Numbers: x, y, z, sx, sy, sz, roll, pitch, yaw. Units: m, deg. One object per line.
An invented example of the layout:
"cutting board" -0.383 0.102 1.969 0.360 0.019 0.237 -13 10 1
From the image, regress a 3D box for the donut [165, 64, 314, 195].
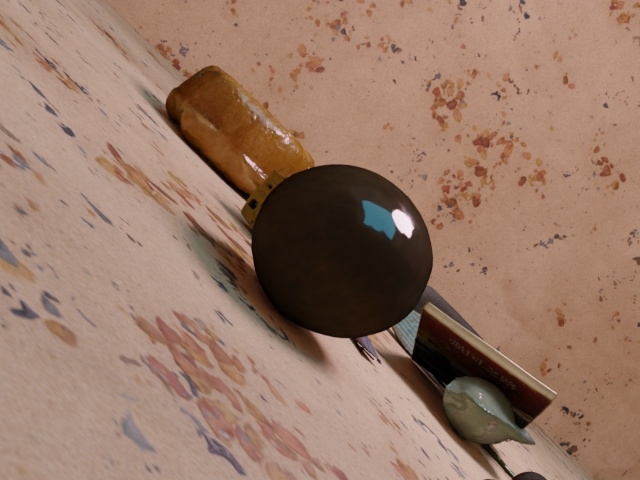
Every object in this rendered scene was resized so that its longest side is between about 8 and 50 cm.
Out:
"donut" -0.159 -0.205 1.841 0.299 0.150 0.317 45 3 37

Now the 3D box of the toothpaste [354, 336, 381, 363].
"toothpaste" 0.051 0.134 1.474 0.045 0.028 0.170 51 2 -40

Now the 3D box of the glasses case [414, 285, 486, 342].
"glasses case" 0.288 0.238 2.038 0.323 0.131 0.074 49 4 37

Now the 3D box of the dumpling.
"dumpling" 0.281 0.308 1.573 0.149 0.104 0.217 61 6 29

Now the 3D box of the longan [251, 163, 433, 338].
"longan" 0.017 0.011 1.143 0.248 0.248 0.248 45 4 -5

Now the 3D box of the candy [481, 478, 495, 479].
"candy" 0.239 0.361 1.196 0.035 0.035 0.123 58 4 -48

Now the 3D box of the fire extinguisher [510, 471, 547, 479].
"fire extinguisher" 0.319 0.393 1.307 0.089 0.072 0.268 36 6 -9

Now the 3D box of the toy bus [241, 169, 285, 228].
"toy bus" 0.000 0.000 1.595 0.121 0.123 0.335 47 4 32

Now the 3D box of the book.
"book" 0.286 0.246 1.705 0.262 0.028 0.374 37 -14 15

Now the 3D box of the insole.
"insole" 0.263 0.263 1.929 0.119 0.009 0.348 -17 57 -36

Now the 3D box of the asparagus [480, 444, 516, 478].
"asparagus" 0.342 0.417 1.671 0.163 0.016 0.016 46 -14 19
